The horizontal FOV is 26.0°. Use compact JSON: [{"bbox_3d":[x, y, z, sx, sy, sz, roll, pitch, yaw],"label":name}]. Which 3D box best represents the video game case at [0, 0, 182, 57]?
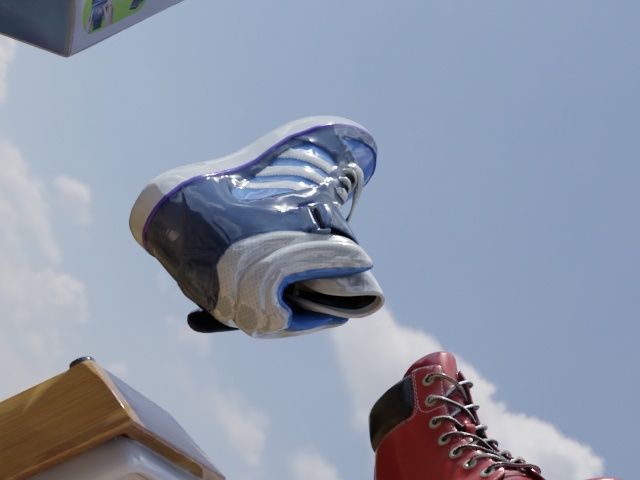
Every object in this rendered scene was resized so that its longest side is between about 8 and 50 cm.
[{"bbox_3d":[-0.228,-0.230,1.001,0.269,0.244,0.061,21,-61,15],"label":"video game case"}]

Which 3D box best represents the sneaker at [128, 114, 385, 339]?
[{"bbox_3d":[0.000,0.000,1.344,0.236,0.323,0.130,37,-51,31],"label":"sneaker"}]

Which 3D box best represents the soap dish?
[{"bbox_3d":[-0.256,0.224,1.225,0.118,0.291,0.229,68,7,26],"label":"soap dish"}]

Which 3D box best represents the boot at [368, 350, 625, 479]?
[{"bbox_3d":[0.106,0.138,0.885,0.244,0.088,0.176,-32,-133,50],"label":"boot"}]
